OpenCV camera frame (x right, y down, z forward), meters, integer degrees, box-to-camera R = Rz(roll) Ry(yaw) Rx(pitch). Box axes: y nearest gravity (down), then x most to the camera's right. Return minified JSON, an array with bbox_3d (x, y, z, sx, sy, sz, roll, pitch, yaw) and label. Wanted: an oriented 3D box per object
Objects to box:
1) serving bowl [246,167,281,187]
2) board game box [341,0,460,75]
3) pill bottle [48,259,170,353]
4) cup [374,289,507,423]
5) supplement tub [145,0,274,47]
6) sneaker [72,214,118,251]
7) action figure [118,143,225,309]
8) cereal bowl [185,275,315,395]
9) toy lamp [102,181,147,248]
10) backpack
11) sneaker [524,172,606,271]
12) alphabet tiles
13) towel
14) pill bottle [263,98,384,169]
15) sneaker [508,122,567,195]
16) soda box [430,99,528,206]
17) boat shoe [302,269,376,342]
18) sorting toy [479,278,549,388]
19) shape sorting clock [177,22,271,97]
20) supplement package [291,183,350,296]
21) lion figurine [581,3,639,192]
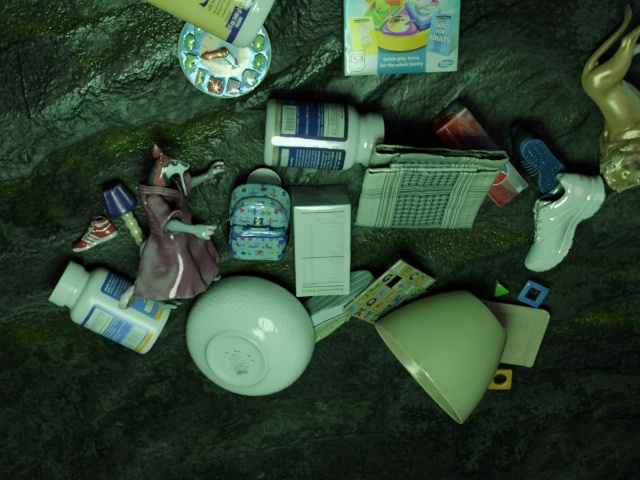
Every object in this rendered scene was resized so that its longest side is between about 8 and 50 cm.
[{"bbox_3d":[-0.137,-0.140,1.789,0.083,0.027,0.083,-2,117,-4],"label":"serving bowl"},{"bbox_3d":[0.171,-0.533,1.588,0.254,0.079,0.336,-4,117,-3],"label":"board game box"},{"bbox_3d":[-0.526,0.160,1.841,0.272,0.152,0.152,30,110,-16],"label":"pill bottle"},{"bbox_3d":[0.333,0.264,1.890,0.237,0.331,0.331,-40,114,-7],"label":"cup"},{"bbox_3d":[-0.245,-0.556,1.457,0.331,0.241,0.241,23,112,-15],"label":"supplement tub"},{"bbox_3d":[-0.565,-0.020,1.810,0.118,0.042,0.067,-24,120,-1],"label":"sneaker"},{"bbox_3d":[-0.353,-0.047,1.712,0.276,0.248,0.370,-7,116,8],"label":"action figure"},{"bbox_3d":[-0.191,0.264,1.876,0.339,0.141,0.338,5,117,11],"label":"cereal bowl"},{"bbox_3d":[-0.448,-0.016,1.803,0.080,0.080,0.274,-19,117,5],"label":"toy lamp"},{"bbox_3d":[-0.146,-0.049,1.762,0.158,0.116,0.173,5,135,-6],"label":"backpack"},{"bbox_3d":[0.577,-0.052,1.830,0.129,0.111,0.297,16,121,-12],"label":"sneaker"},{"bbox_3d":[0.188,0.144,1.893,0.198,0.009,0.237,-43,144,15],"label":"alphabet tiles"},{"bbox_3d":[0.246,-0.110,1.724,0.312,0.056,0.324,3,151,-4],"label":"towel"},{"bbox_3d":[0.005,-0.238,1.681,0.265,0.153,0.153,4,116,-6],"label":"pill bottle"},{"bbox_3d":[0.527,-0.197,1.787,0.081,0.090,0.232,-35,135,11],"label":"sneaker"},{"bbox_3d":[0.379,-0.207,1.761,0.092,0.083,0.263,-39,112,16],"label":"soda box"},{"bbox_3d":[0.031,0.180,1.930,0.302,0.109,0.094,-32,127,23],"label":"boat shoe"},{"bbox_3d":[0.505,0.251,2.019,0.196,0.047,0.347,11,113,-2],"label":"sorting toy"},{"bbox_3d":[-0.212,-0.419,1.639,0.206,0.040,0.206,-2,117,-3],"label":"shape sorting clock"},{"bbox_3d":[0.000,0.000,1.809,0.139,0.134,0.244,-2,116,-4],"label":"supplement package"},{"bbox_3d":[0.705,-0.320,1.719,0.240,0.142,0.392,-29,101,19],"label":"lion figurine"}]
